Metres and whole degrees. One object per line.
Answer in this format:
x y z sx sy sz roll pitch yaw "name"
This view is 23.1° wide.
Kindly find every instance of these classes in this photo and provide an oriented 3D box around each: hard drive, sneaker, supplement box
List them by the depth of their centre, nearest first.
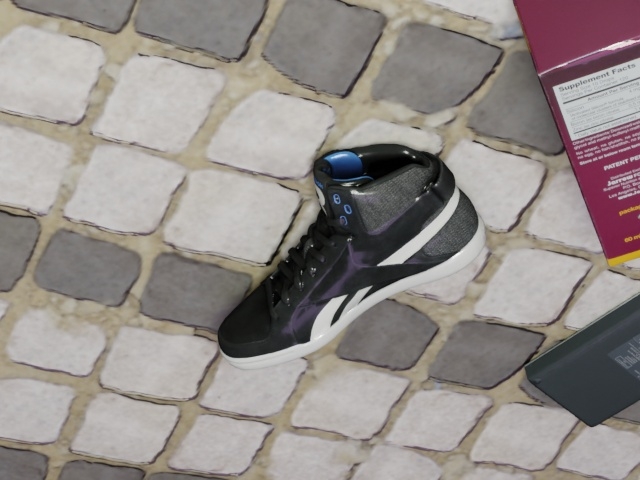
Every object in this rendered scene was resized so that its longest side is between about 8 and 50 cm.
0.196 -0.088 1.043 0.081 0.104 0.188 -19 132 11 "supplement box"
0.000 0.000 1.127 0.217 0.079 0.121 -29 128 8 "sneaker"
0.248 0.096 1.283 0.135 0.022 0.094 -36 128 24 "hard drive"
